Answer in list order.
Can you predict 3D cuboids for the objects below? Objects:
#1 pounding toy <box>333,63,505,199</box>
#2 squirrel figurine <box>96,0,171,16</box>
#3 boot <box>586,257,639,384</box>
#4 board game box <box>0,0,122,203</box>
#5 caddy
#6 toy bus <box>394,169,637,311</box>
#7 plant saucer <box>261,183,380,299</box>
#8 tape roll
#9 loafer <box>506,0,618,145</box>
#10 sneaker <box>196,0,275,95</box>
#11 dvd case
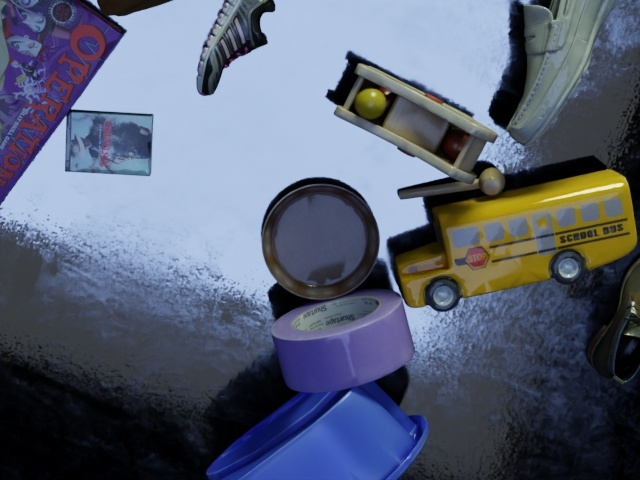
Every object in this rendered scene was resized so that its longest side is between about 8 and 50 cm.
[{"bbox_3d":[0.137,-0.117,1.885,0.269,0.154,0.155,26,100,-8],"label":"pounding toy"},{"bbox_3d":[-0.198,-0.507,1.667,0.396,0.281,0.371,-12,85,21],"label":"squirrel figurine"},{"bbox_3d":[0.465,0.108,1.981,0.082,0.106,0.219,25,101,-9],"label":"boot"},{"bbox_3d":[-0.451,-0.202,1.870,0.208,0.056,0.347,33,100,-24],"label":"board game box"},{"bbox_3d":[-0.006,0.330,1.941,0.341,0.241,0.179,-37,98,6],"label":"caddy"},{"bbox_3d":[0.267,0.001,1.944,0.332,0.108,0.130,-12,103,0],"label":"toy bus"},{"bbox_3d":[0.000,0.000,1.969,0.168,0.029,0.169,-1,103,-2],"label":"plant saucer"},{"bbox_3d":[0.031,0.137,1.921,0.188,0.189,0.080,-15,104,0],"label":"tape roll"},{"bbox_3d":[0.321,-0.285,1.884,0.111,0.112,0.320,24,93,-3],"label":"loafer"},{"bbox_3d":[-0.112,-0.268,1.880,0.074,0.063,0.170,25,96,-2],"label":"sneaker"},{"bbox_3d":[-0.294,-0.135,1.928,0.119,0.013,0.087,4,103,-3],"label":"dvd case"}]
